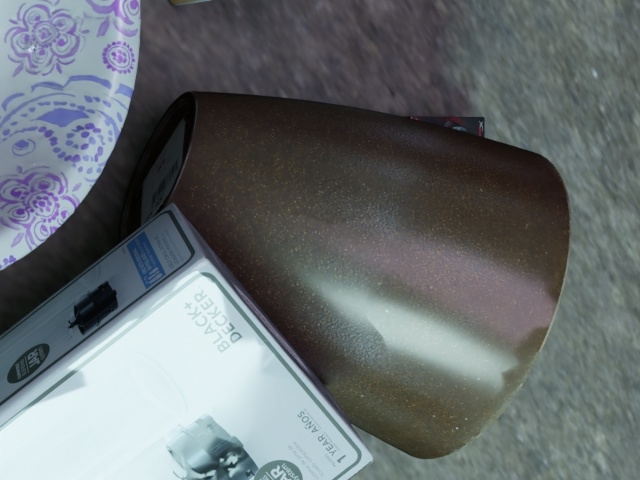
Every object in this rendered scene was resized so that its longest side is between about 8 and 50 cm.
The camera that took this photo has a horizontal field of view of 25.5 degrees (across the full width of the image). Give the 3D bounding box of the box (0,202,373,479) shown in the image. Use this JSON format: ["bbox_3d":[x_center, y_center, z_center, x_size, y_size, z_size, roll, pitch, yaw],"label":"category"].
[{"bbox_3d":[-0.139,0.136,0.770,0.290,0.087,0.169,-39,118,0],"label":"box"}]

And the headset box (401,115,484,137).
[{"bbox_3d":[0.081,-0.060,1.037,0.083,0.032,0.062,-3,94,-39],"label":"headset box"}]

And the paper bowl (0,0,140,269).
[{"bbox_3d":[-0.242,-0.115,0.698,0.284,0.148,0.284,-3,95,-46],"label":"paper bowl"}]

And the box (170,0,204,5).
[{"bbox_3d":[-0.028,-0.221,0.855,0.091,0.170,0.130,-24,106,-34],"label":"box"}]

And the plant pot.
[{"bbox_3d":[0.000,0.000,0.887,0.230,0.215,0.215,23,78,-22],"label":"plant pot"}]
